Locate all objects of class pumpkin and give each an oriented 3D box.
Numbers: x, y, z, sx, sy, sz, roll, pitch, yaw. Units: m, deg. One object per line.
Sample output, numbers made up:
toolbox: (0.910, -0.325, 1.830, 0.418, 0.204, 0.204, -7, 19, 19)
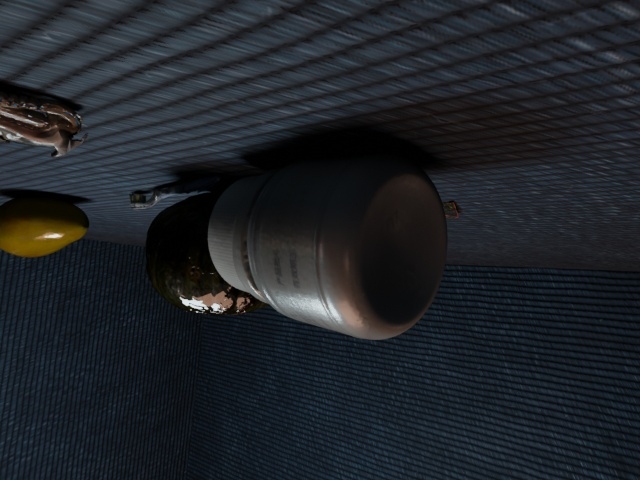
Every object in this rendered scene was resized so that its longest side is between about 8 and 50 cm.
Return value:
pumpkin: (-0.181, 0.018, 0.938, 0.320, 0.192, 0.320, 12, -154, -6)

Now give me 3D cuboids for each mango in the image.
mango: (-0.796, -0.043, 1.332, 0.317, 0.173, 0.211, -7, 169, 32)

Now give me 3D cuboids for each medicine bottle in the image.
medicine bottle: (0.000, 0.000, 0.694, 0.306, 0.245, 0.245, 6, 177, 44)

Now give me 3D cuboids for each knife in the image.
knife: (-0.417, -0.165, 0.454, 0.089, 0.043, 0.365, -36, 151, 25)

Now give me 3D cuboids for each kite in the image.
kite: (0.234, -0.065, 1.007, 0.159, 0.010, 0.190, 10, 171, -27)

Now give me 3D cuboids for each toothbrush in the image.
toothbrush: (-0.321, -0.101, 0.996, 0.035, 0.042, 0.413, -12, -174, -43)
